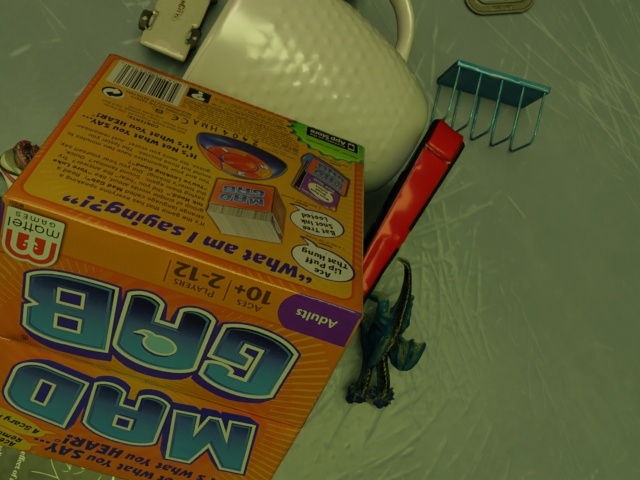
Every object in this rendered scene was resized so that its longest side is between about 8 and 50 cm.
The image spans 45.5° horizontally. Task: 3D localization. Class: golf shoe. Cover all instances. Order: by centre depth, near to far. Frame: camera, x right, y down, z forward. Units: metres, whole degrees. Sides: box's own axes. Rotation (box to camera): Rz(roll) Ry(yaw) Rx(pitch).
[{"bbox_3d":[-0.453,-0.066,1.235,0.086,0.067,0.186,-32,91,17],"label":"golf shoe"}]

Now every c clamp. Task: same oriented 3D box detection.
[{"bbox_3d":[0.325,-0.489,1.428,0.161,0.022,0.137,-1,83,-9],"label":"c clamp"}]

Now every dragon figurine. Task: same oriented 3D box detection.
[{"bbox_3d":[0.113,0.159,1.225,0.085,0.289,0.144,9,47,-18],"label":"dragon figurine"}]

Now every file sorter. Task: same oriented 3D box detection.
[{"bbox_3d":[0.293,-0.231,1.346,0.170,0.118,0.104,14,85,-7],"label":"file sorter"}]

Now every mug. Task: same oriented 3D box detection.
[{"bbox_3d":[0.004,-0.264,1.143,0.328,0.276,0.374,31,78,-16],"label":"mug"}]

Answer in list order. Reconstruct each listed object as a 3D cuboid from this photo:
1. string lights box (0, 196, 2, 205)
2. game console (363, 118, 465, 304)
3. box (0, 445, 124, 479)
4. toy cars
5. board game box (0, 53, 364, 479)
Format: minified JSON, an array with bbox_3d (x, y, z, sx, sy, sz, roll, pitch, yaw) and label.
[{"bbox_3d":[-0.548,0.049,1.163,0.077,0.133,0.259,3,83,-9],"label":"string lights box"},{"bbox_3d":[0.081,0.010,1.142,0.060,0.386,0.342,33,80,4],"label":"game console"},{"bbox_3d":[-0.337,0.307,1.128,0.396,0.212,0.293,22,80,-5],"label":"box"},{"bbox_3d":[-0.200,-0.289,1.290,0.177,0.087,0.393,-19,83,-15],"label":"toy cars"},{"bbox_3d":[-0.175,0.049,0.948,0.357,0.356,0.356,19,123,-9],"label":"board game box"}]
